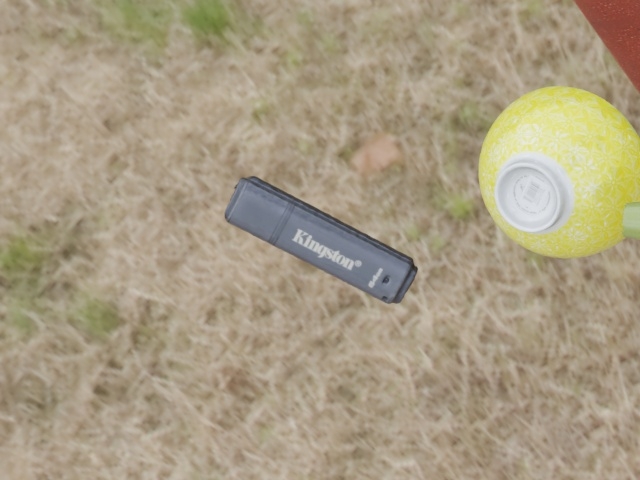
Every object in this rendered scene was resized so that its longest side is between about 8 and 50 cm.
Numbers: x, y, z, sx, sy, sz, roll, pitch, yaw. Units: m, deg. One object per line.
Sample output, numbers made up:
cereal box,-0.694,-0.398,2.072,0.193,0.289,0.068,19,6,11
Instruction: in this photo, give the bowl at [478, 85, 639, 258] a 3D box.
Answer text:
bowl,0.365,-0.090,2.125,0.289,0.289,0.156,14,26,31

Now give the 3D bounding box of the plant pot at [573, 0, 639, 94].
plant pot,0.255,-0.222,0.737,0.235,0.267,0.267,-15,56,30

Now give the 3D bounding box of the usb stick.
usb stick,0.000,0.000,1.829,0.278,0.045,0.077,27,103,-5

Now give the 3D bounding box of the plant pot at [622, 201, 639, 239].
plant pot,0.492,-0.028,1.975,0.079,0.083,0.083,4,66,19
